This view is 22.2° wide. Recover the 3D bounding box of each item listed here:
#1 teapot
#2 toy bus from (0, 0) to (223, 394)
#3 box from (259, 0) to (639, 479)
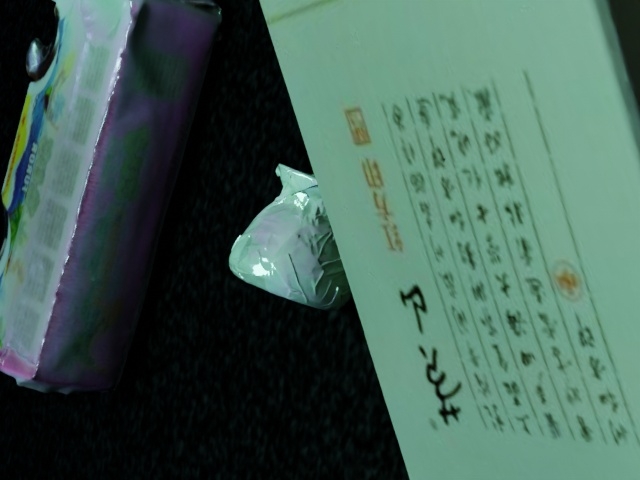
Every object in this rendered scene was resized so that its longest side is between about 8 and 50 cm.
[{"bbox_3d":[0.000,0.000,0.807,0.083,0.064,0.064,21,93,27],"label":"teapot"},{"bbox_3d":[-0.142,-0.044,1.028,0.112,0.090,0.274,28,106,52],"label":"toy bus"},{"bbox_3d":[0.057,-0.047,0.556,0.204,0.051,0.365,-4,105,62],"label":"box"}]
